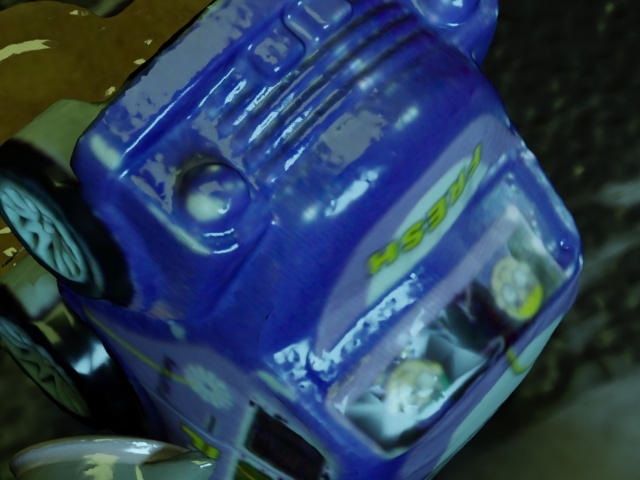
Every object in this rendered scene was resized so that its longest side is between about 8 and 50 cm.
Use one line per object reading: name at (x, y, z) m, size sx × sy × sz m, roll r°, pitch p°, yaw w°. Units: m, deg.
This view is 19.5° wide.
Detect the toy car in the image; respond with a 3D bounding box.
toy car at (0.000, 0.000, 0.617) m, size 0.158 × 0.235 × 0.172 m, roll 42°, pitch 68°, yaw 12°

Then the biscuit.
biscuit at (-0.120, -0.032, 0.750) m, size 0.236 × 0.040 × 0.144 m, roll -24°, pitch 65°, yaw -13°

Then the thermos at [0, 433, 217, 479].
thermos at (-0.082, 0.158, 0.583) m, size 0.137 × 0.105 × 0.193 m, roll -22°, pitch 59°, yaw 39°
